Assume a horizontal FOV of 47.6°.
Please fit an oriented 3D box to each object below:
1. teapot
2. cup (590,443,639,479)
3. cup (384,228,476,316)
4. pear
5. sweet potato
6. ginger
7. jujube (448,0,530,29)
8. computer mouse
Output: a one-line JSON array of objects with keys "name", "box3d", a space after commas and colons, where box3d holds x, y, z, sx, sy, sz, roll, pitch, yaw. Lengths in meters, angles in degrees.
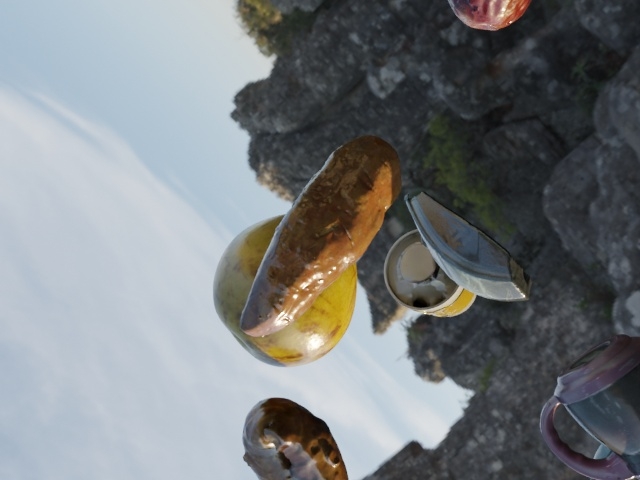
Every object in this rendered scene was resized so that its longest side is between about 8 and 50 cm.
[{"name": "teapot", "box3d": [0.330, 0.195, 0.799, 0.146, 0.148, 0.116, 55, 169, 10]}, {"name": "cup", "box3d": [0.660, 0.436, 1.344, 0.258, 0.290, 0.219, 28, -151, -46]}, {"name": "cup", "box3d": [0.291, 0.086, 1.661, 0.226, 0.241, 0.185, 33, -122, -61]}, {"name": "pear", "box3d": [-0.061, 0.088, 1.325, 0.281, 0.281, 0.280, 46, -171, -10]}, {"name": "sweet potato", "box3d": [0.000, 0.000, 0.780, 0.097, 0.251, 0.097, 33, 171, 6]}, {"name": "ginger", "box3d": [-0.030, 0.424, 1.316, 0.321, 0.165, 0.172, 65, -165, -6]}, {"name": "jujube", "box3d": [0.333, -0.551, 1.373, 0.197, 0.290, 0.197, 10, -171, -2]}, {"name": "computer mouse", "box3d": [0.187, 0.015, 0.979, 0.231, 0.071, 0.126, 42, -176, 40]}]
